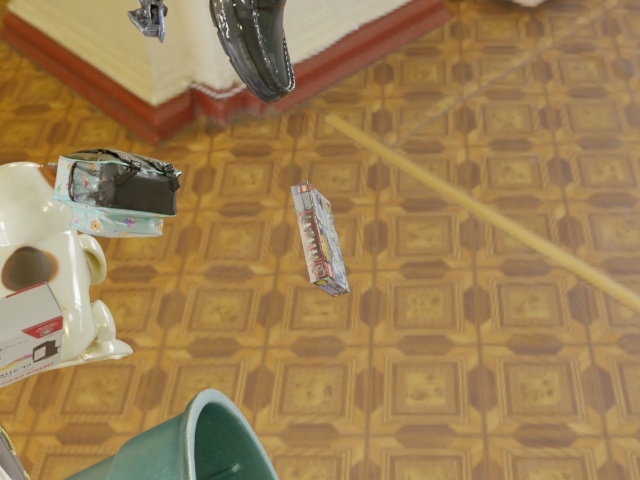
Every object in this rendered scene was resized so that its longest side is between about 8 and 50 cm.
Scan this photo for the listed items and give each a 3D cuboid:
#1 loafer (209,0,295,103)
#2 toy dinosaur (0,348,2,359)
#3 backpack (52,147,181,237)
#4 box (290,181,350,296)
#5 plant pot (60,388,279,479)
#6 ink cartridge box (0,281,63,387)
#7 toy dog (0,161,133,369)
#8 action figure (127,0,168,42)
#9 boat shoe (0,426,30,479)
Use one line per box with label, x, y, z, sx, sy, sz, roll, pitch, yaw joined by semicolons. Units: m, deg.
loafer;-0.058;-0.227;0.807;0.078;0.223;0.076;-11;21;18
toy dinosaur;-0.462;0.141;1.152;0.112;0.211;0.064;-22;17;7
backpack;-0.336;-0.078;1.521;0.188;0.144;0.166;21;14;41
box;0.000;0.000;1.256;0.027;0.094;0.137;-17;69;14
plant pot;-0.195;0.351;0.846;0.334;0.341;0.341;-22;42;6
ink cartridge box;-0.482;0.156;1.505;0.127;0.175;0.072;-22;66;-28
toy dog;-0.570;0.050;1.837;0.285;0.395;0.407;-13;82;2
action figure;-0.286;-0.472;1.369;0.330;0.178;0.341;-6;70;-30
boat shoe;-0.577;0.349;1.580;0.117;0.324;0.097;-26;14;-3
